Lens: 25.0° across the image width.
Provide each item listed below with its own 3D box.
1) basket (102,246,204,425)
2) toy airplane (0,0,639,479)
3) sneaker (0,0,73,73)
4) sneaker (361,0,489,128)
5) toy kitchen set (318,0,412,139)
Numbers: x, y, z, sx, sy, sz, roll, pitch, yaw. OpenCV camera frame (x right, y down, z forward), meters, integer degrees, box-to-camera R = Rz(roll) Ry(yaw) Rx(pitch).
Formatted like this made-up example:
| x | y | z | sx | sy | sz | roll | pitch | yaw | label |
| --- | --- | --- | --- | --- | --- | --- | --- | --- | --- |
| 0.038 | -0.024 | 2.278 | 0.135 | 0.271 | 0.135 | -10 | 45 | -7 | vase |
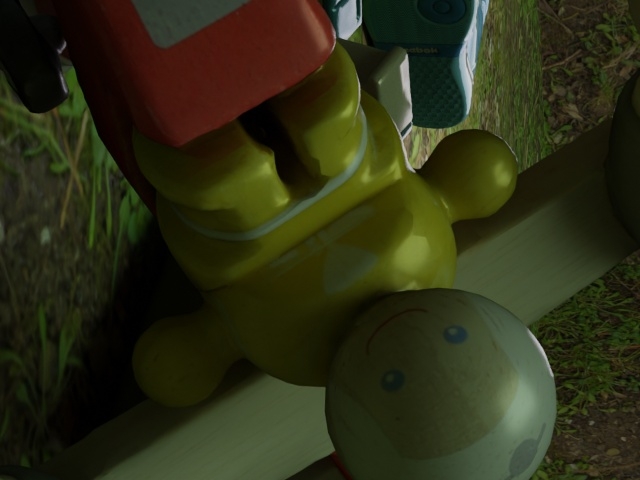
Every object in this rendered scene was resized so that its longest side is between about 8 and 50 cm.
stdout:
| x | y | z | sx | sy | sz | roll | pitch | yaw | label |
| --- | --- | --- | --- | --- | --- | --- | --- | --- | --- |
| -0.048 | 0.076 | 0.929 | 0.204 | 0.154 | 0.227 | 83 | 13 | -47 | basket |
| 0.015 | 0.045 | 0.628 | 0.272 | 0.384 | 0.386 | 47 | -60 | 57 | toy airplane |
| -0.102 | -0.235 | 0.694 | 0.116 | 0.136 | 0.313 | -50 | 139 | -69 | sneaker |
| 0.124 | -0.292 | 1.601 | 0.319 | 0.127 | 0.208 | 86 | 14 | -60 | sneaker |
| 0.019 | -0.143 | 1.054 | 0.207 | 0.166 | 0.122 | -53 | 153 | -39 | toy kitchen set |
